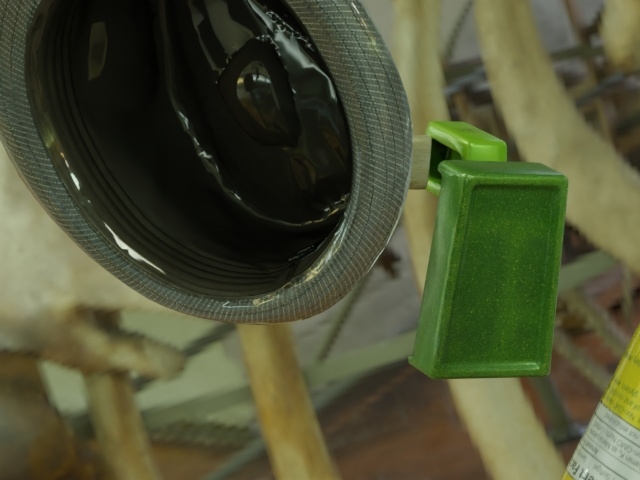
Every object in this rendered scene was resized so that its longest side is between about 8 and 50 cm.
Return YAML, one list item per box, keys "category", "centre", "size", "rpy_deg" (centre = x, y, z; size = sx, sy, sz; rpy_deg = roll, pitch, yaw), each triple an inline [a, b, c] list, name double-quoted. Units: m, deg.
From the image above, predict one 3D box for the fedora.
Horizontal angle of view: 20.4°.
- category: "fedora"
  centre: [-0.057, -0.090, 1.020]
  size: [0.244, 0.275, 0.124]
  rpy_deg: [-39, 2, 30]

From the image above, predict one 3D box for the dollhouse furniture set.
- category: "dollhouse furniture set"
  centre: [0.000, 0.000, 1.294]
  size: [0.301, 0.151, 0.197]
  rpy_deg: [1, 16, -22]

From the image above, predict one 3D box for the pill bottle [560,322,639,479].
- category: "pill bottle"
  centre: [0.192, 0.114, 0.901]
  size: [0.119, 0.208, 0.119]
  rpy_deg: [25, 6, -3]
